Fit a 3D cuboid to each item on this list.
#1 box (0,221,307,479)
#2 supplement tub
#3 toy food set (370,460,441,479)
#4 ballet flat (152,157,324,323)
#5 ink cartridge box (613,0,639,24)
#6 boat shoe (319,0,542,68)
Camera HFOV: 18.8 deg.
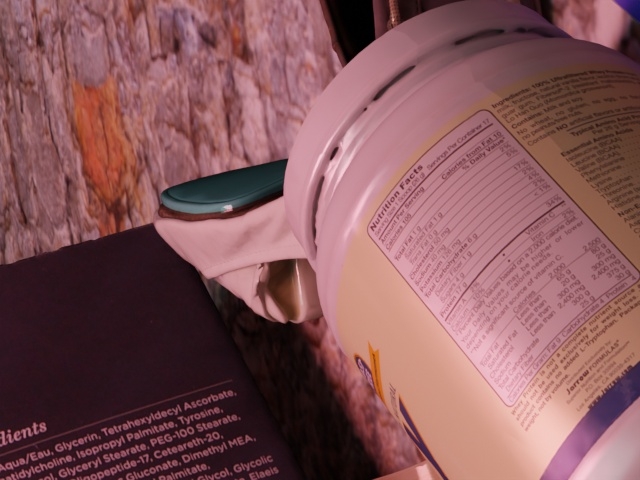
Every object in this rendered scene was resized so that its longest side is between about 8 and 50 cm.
[{"bbox_3d":[-0.177,0.329,1.581,0.472,0.297,0.480,59,155,28],"label":"box"},{"bbox_3d":[0.142,0.038,1.043,0.325,0.235,0.235,52,141,39],"label":"supplement tub"},{"bbox_3d":[0.130,0.225,1.274,0.306,0.092,0.219,-41,64,58],"label":"toy food set"},{"bbox_3d":[0.000,0.000,1.396,0.400,0.139,0.139,-9,92,57],"label":"ballet flat"},{"bbox_3d":[0.215,-0.176,1.035,0.206,0.045,0.208,49,141,41],"label":"ink cartridge box"},{"bbox_3d":[0.020,-0.242,1.262,0.355,0.130,0.132,64,147,24],"label":"boat shoe"}]
